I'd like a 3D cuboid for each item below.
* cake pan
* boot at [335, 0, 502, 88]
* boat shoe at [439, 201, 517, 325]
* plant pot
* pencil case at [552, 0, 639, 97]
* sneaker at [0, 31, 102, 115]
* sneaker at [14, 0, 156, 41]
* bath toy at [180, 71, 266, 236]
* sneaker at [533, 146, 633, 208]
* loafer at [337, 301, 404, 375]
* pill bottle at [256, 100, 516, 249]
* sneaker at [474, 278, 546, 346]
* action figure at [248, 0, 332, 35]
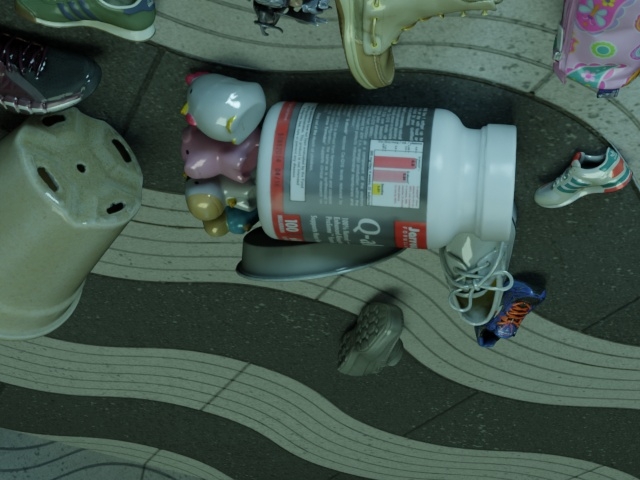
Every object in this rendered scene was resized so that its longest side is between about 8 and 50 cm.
[{"bbox_3d":[0.000,0.000,1.756,0.293,0.293,0.054,-5,104,23],"label":"cake pan"},{"bbox_3d":[0.129,-0.292,1.344,0.204,0.095,0.262,1,143,13],"label":"boot"},{"bbox_3d":[0.262,0.047,1.829,0.136,0.156,0.367,4,150,8],"label":"boat shoe"},{"bbox_3d":[-0.460,-0.047,1.738,0.334,0.333,0.305,28,134,-31],"label":"plant pot"},{"bbox_3d":[0.340,-0.296,1.250,0.124,0.124,0.284,4,151,8],"label":"pencil case"},{"bbox_3d":[-0.468,-0.269,1.533,0.282,0.106,0.162,2,147,13],"label":"sneaker"},{"bbox_3d":[-0.314,-0.330,1.433,0.192,0.064,0.086,11,143,-5],"label":"sneaker"},{"bbox_3d":[-0.158,-0.137,1.666,0.129,0.151,0.348,39,156,20],"label":"bath toy"},{"bbox_3d":[0.395,-0.103,1.650,0.161,0.057,0.075,-15,126,38],"label":"sneaker"},{"bbox_3d":[0.122,0.207,2.204,0.112,0.112,0.319,9,158,-11],"label":"loafer"},{"bbox_3d":[0.101,-0.094,1.573,0.363,0.210,0.210,4,150,9],"label":"pill bottle"},{"bbox_3d":[0.363,0.143,2.039,0.083,0.087,0.221,15,150,-12],"label":"sneaker"},{"bbox_3d":[-0.070,-0.352,1.276,0.185,0.099,0.285,18,146,11],"label":"action figure"}]
